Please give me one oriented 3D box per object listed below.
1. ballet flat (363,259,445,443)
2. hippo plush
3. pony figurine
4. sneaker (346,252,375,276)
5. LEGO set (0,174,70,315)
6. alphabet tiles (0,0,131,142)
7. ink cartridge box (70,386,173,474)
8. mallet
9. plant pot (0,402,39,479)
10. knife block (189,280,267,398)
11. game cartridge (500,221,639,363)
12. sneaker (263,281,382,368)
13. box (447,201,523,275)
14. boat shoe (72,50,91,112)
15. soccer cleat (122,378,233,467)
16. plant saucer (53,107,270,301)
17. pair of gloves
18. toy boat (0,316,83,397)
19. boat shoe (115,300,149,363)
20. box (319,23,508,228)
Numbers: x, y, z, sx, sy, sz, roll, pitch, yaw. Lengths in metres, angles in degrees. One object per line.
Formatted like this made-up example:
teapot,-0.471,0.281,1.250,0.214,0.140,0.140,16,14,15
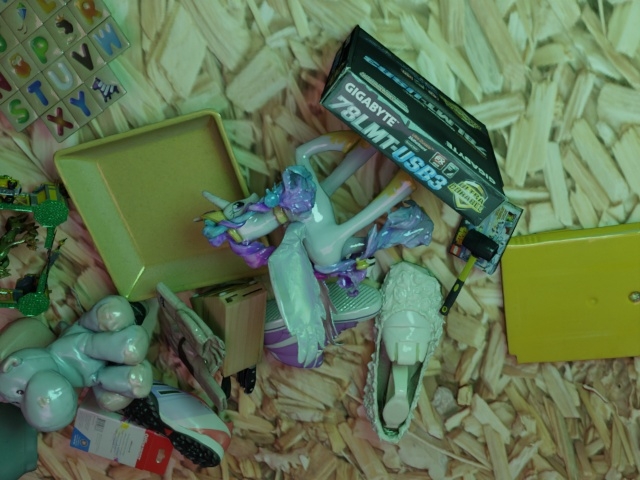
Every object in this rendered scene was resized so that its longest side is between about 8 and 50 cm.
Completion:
ballet flat,0.169,0.245,1.342,0.146,0.147,0.409,6,118,3
hippo plush,-0.487,0.225,1.273,0.294,0.236,0.234,44,124,17
pony figurine,0.000,0.000,1.125,0.363,0.303,0.351,-28,82,4
sneaker,0.059,0.027,1.296,0.109,0.040,0.044,29,101,-13
LEGO set,-0.627,-0.022,1.299,0.254,0.192,0.332,-2,126,-26
alphabet tiles,-0.491,-0.354,1.134,0.285,0.011,0.343,-29,101,20
ink cartridge box,-0.450,0.445,1.550,0.230,0.078,0.134,20,119,-4
mallet,0.259,0.061,1.240,0.062,0.039,0.190,42,127,17
plant pot,-0.738,0.437,1.489,0.196,0.293,0.293,1,122,-25
knife block,-0.164,0.208,1.308,0.088,0.275,0.242,-21,95,-29
game cartridge,0.516,0.104,1.277,0.323,0.053,0.286,-6,117,12
sneaker,0.010,0.180,1.351,0.281,0.102,0.161,-12,120,24
box,0.302,-0.016,1.223,0.093,0.027,0.137,30,121,22
boat shoe,-0.420,-0.280,1.177,0.043,0.049,0.137,13,116,3
soccer cleat,-0.332,0.372,1.482,0.318,0.116,0.108,41,128,-10
plant saucer,-0.280,-0.066,1.257,0.332,0.081,0.333,-12,115,13
pair of gloves,-0.243,0.208,1.302,0.204,0.042,0.240,41,148,32
toy boat,-0.638,0.285,1.471,0.151,0.151,0.231,-15,119,48
boat shoe,-0.444,0.221,1.431,0.084,0.079,0.233,27,119,-12
box,0.143,-0.188,1.021,0.295,0.293,0.073,36,116,-12
